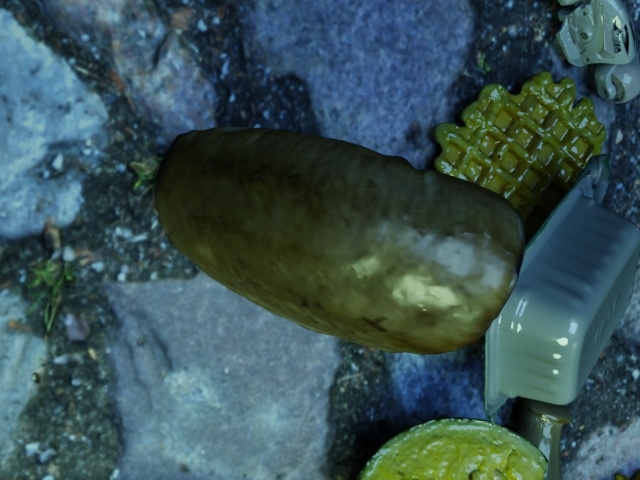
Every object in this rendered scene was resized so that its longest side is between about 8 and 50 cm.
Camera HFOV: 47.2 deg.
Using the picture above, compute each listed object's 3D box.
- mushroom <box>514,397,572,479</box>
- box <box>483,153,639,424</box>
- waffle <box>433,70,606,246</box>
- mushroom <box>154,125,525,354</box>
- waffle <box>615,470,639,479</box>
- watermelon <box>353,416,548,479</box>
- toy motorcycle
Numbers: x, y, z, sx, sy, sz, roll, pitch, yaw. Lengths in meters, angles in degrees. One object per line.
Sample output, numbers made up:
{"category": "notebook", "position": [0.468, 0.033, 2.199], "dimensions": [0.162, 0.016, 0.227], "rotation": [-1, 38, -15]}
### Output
{"category": "mushroom", "position": [0.330, 0.366, 1.137], "dimensions": [0.108, 0.096, 0.246], "rotation": [3, 94, -13]}
{"category": "box", "position": [0.341, 0.082, 0.989], "dimensions": [0.336, 0.106, 0.264], "rotation": [-45, 140, -34]}
{"category": "waffle", "position": [0.307, -0.091, 1.096], "dimensions": [0.312, 0.060, 0.307], "rotation": [-25, 105, -14]}
{"category": "mushroom", "position": [-0.004, -0.006, 0.879], "dimensions": [0.397, 0.314, 0.224], "rotation": [21, 84, -15]}
{"category": "waffle", "position": [0.564, 0.545, 1.257], "dimensions": [0.260, 0.069, 0.292], "rotation": [6, 95, -19]}
{"category": "watermelon", "position": [0.183, 0.428, 1.034], "dimensions": [0.331, 0.189, 0.330], "rotation": [0, 66, 1]}
{"category": "toy motorcycle", "position": [0.414, -0.316, 1.080], "dimensions": [0.112, 0.112, 0.254], "rotation": [-38, 108, -12]}
